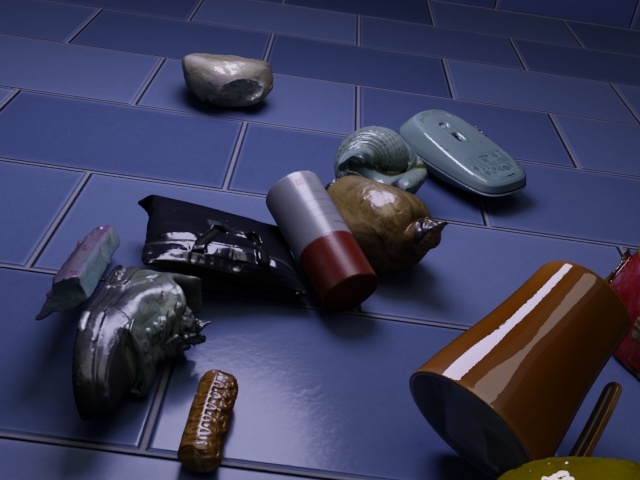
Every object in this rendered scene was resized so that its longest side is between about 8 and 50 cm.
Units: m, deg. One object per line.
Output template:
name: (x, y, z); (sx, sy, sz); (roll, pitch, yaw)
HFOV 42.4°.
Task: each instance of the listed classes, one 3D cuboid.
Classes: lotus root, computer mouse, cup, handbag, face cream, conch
lotus root: (0.094, -0.027, 1.358); (0.154, 0.140, 0.257); (22, 8, -42)
computer mouse: (0.279, -0.163, 1.676); (0.159, 0.097, 0.288); (-16, 50, -38)
cup: (0.256, 0.170, 0.981); (0.264, 0.182, 0.226); (-42, 98, -22)
handbag: (-0.152, 0.010, 1.268); (0.254, 0.089, 0.211); (12, 23, -20)
face cream: (0.000, 0.000, 1.270); (0.095, 0.096, 0.214); (-10, 53, -29)
conch: (0.094, -0.123, 1.526); (0.200, 0.131, 0.172); (-28, 71, -39)

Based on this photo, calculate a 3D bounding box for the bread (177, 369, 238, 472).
bread: (-0.132, 0.213, 0.984); (0.052, 0.044, 0.157); (11, 31, -2)

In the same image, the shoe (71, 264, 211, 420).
shoe: (-0.216, 0.118, 1.053); (0.149, 0.109, 0.293); (1, 26, -3)

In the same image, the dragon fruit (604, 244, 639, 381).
dragon fruit: (0.582, 0.075, 1.231); (0.305, 0.226, 0.305); (9, 31, -5)

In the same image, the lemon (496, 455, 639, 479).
lemon: (0.245, 0.324, 0.725); (0.240, 0.240, 0.219); (9, 54, 0)

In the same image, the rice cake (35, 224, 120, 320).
rice cake: (-0.333, 0.035, 1.143); (0.081, 0.051, 0.290); (-33, 15, 5)

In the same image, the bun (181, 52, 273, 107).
bun: (-0.211, -0.357, 1.851); (0.209, 0.116, 0.237); (7, 16, 1)
